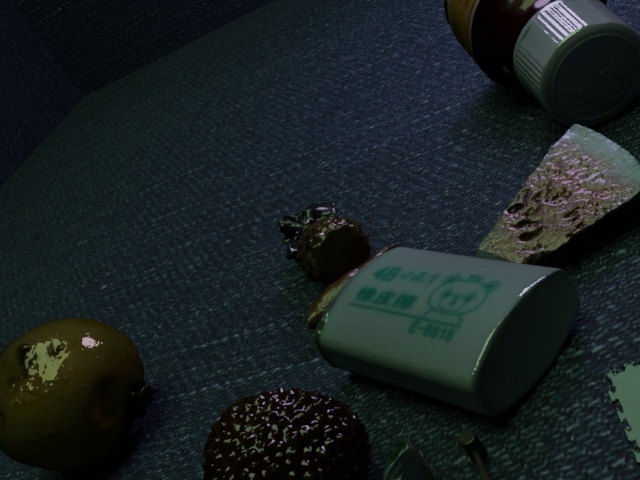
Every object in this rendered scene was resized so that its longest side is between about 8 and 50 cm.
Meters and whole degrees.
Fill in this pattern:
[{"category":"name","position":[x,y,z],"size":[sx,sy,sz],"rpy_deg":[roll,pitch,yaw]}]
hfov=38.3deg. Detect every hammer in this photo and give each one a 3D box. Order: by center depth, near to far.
[{"category":"hammer","position":[0.166,0.240,0.923],"size":[0.019,0.035,0.110],"rpy_deg":[-29,34,9]}]

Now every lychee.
[{"category":"lychee","position":[-0.033,0.241,0.990],"size":[0.188,0.188,0.188],"rpy_deg":[-27,26,15]}]

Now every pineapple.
[{"category":"pineapple","position":[0.000,0.000,1.463],"size":[0.237,0.119,0.111],"rpy_deg":[-146,65,-68]}]

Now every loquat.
[{"category":"loquat","position":[-0.368,0.229,1.371],"size":[0.244,0.244,0.244],"rpy_deg":[-27,26,15]}]

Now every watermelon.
[{"category":"watermelon","position":[0.097,0.252,0.976],"size":[0.061,0.085,0.085],"rpy_deg":[11,43,17]},{"category":"watermelon","position":[0.300,-0.023,1.176],"size":[0.241,0.094,0.154],"rpy_deg":[-38,35,-6]}]

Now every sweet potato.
[{"category":"sweet potato","position":[0.051,0.066,1.340],"size":[0.195,0.056,0.056],"rpy_deg":[-40,25,-23]}]

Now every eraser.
[{"category":"eraser","position":[0.143,0.099,1.111],"size":[0.189,0.104,0.290],"rpy_deg":[-42,27,-25]}]

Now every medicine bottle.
[{"category":"medicine bottle","position":[0.367,-0.338,1.476],"size":[0.242,0.242,0.395],"rpy_deg":[-32,37,4]}]

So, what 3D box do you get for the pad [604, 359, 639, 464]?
[{"category":"pad","position":[0.384,0.163,0.710],"size":[0.269,0.012,0.269],"rpy_deg":[-25,46,18]}]
